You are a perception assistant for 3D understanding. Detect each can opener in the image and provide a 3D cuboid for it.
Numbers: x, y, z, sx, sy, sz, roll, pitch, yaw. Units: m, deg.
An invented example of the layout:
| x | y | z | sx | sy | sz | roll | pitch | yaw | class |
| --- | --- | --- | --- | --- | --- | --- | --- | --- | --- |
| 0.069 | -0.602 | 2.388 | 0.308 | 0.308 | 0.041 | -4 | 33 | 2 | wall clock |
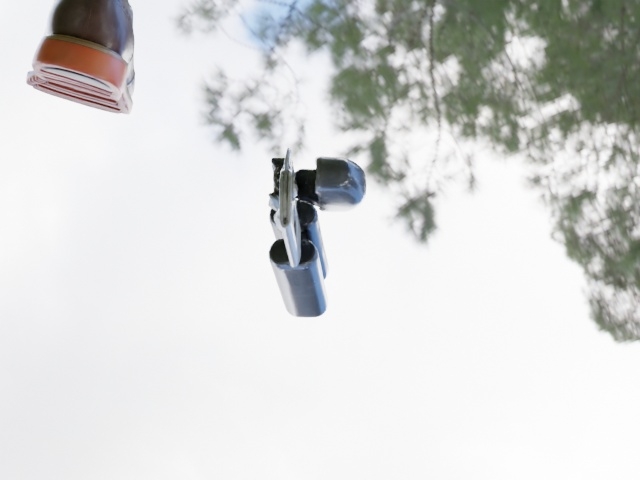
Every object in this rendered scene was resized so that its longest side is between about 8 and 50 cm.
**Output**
| x | y | z | sx | sy | sz | roll | pitch | yaw | class |
| --- | --- | --- | --- | --- | --- | --- | --- | --- | --- |
| 0.000 | 0.000 | 1.141 | 0.095 | 0.283 | 0.076 | -1 | -112 | 5 | can opener |

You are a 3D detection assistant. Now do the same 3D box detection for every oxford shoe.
| x | y | z | sx | sy | sz | roll | pitch | yaw | class |
| --- | --- | --- | --- | --- | --- | --- | --- | --- | --- |
| -0.197 | -0.171 | 1.064 | 0.097 | 0.271 | 0.098 | 15 | -93 | -15 | oxford shoe |
